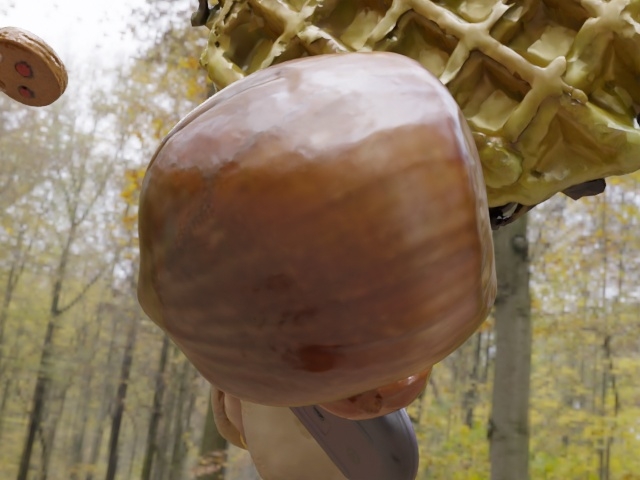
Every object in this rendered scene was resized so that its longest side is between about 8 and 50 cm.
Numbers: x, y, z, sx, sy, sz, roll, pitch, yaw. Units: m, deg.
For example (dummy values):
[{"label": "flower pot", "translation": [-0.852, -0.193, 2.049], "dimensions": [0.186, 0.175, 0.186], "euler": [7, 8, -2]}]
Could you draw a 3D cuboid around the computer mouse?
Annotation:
[{"label": "computer mouse", "translation": [0.007, 0.127, 0.860], "dimensions": [0.057, 0.232, 0.120], "euler": [-28, -25, -33]}]

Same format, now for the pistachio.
[{"label": "pistachio", "translation": [-0.003, 0.106, 1.024], "dimensions": [0.229, 0.309, 0.230], "euler": [20, 8, -3]}]

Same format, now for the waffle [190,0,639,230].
[{"label": "waffle", "translation": [0.073, -0.186, 0.720], "dimensions": [0.379, 0.382, 0.095], "euler": [-13, -20, 17]}]

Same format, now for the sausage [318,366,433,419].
[{"label": "sausage", "translation": [-0.006, 0.040, 0.598], "dimensions": [0.179, 0.089, 0.089], "euler": [41, -3, 24]}]

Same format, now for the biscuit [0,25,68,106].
[{"label": "biscuit", "translation": [-0.375, -0.195, 0.972], "dimensions": [0.250, 0.036, 0.165], "euler": [20, -38, 2]}]

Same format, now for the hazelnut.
[{"label": "hazelnut", "translation": [0.000, 0.000, 0.403], "dimensions": [0.150, 0.150, 0.150], "euler": [6, -16, 2]}]
